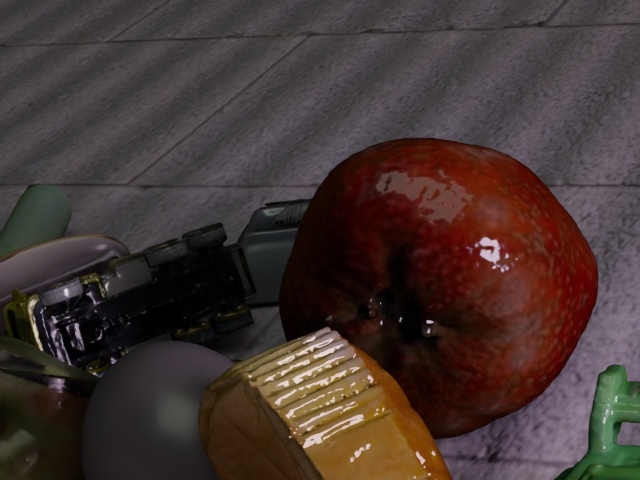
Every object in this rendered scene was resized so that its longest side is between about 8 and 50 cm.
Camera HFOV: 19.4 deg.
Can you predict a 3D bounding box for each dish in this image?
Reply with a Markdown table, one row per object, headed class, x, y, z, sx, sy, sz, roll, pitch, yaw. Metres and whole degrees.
| class | x | y | z | sx | sy | sz | roll | pitch | yaw |
| --- | --- | --- | --- | --- | --- | --- | --- | --- | --- |
| dish | 0.000 | 0.000 | 2.177 | 0.243 | 0.080 | 0.182 | -7 | 22 | 10 |

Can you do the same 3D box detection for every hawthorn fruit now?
| class | x | y | z | sx | sy | sz | roll | pitch | yaw |
| --- | --- | --- | --- | --- | --- | --- | --- | --- | --- |
| hawthorn fruit | 0.135 | 0.027 | 1.791 | 0.284 | 0.285 | 0.369 | 7 | 20 | 35 |

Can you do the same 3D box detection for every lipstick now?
| class | x | y | z | sx | sy | sz | roll | pitch | yaw |
| --- | --- | --- | --- | --- | --- | --- | --- | --- | --- |
| lipstick | -0.365 | 0.013 | 2.305 | 0.076 | 0.076 | 0.304 | -8 | 21 | 5 |

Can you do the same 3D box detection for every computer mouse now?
| class | x | y | z | sx | sy | sz | roll | pitch | yaw |
| --- | --- | --- | --- | --- | --- | --- | --- | --- | --- |
| computer mouse | -0.328 | 0.060 | 2.096 | 0.245 | 0.126 | 0.056 | -24 | 60 | -6 |

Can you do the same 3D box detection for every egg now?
| class | x | y | z | sx | sy | sz | roll | pitch | yaw |
| --- | --- | --- | --- | --- | --- | --- | --- | --- | --- |
| egg | -0.123 | 0.181 | 1.636 | 0.176 | 0.176 | 0.232 | -16 | 41 | -15 |

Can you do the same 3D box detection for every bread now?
| class | x | y | z | sx | sy | sz | roll | pitch | yaw |
| --- | --- | --- | --- | --- | --- | --- | --- | --- | --- |
| bread | 0.018 | 0.196 | 1.479 | 0.133 | 0.179 | 0.250 | -26 | 71 | -29 |

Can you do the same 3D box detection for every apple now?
| class | x | y | z | sx | sy | sz | roll | pitch | yaw |
| --- | --- | --- | --- | --- | --- | --- | --- | --- | --- |
| apple | -0.299 | 0.181 | 1.739 | 0.207 | 0.174 | 0.188 | -24 | -1 | -20 |

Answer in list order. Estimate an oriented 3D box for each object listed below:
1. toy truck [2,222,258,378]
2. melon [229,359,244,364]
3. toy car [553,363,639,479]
| class | x | y | z | sx | sy | sz | roll | pitch | yaw |
| --- | --- | --- | --- | --- | --- | --- | --- | --- | --- |
| toy truck | -0.209 | 0.075 | 2.023 | 0.272 | 0.124 | 0.157 | -21 | 5 | -32 |
| melon | -0.065 | 0.165 | 1.768 | 0.162 | 0.099 | 0.099 | 13 | 31 | 41 |
| toy car | 0.227 | 0.246 | 1.346 | 0.213 | 0.176 | 0.358 | 2 | 25 | 30 |
